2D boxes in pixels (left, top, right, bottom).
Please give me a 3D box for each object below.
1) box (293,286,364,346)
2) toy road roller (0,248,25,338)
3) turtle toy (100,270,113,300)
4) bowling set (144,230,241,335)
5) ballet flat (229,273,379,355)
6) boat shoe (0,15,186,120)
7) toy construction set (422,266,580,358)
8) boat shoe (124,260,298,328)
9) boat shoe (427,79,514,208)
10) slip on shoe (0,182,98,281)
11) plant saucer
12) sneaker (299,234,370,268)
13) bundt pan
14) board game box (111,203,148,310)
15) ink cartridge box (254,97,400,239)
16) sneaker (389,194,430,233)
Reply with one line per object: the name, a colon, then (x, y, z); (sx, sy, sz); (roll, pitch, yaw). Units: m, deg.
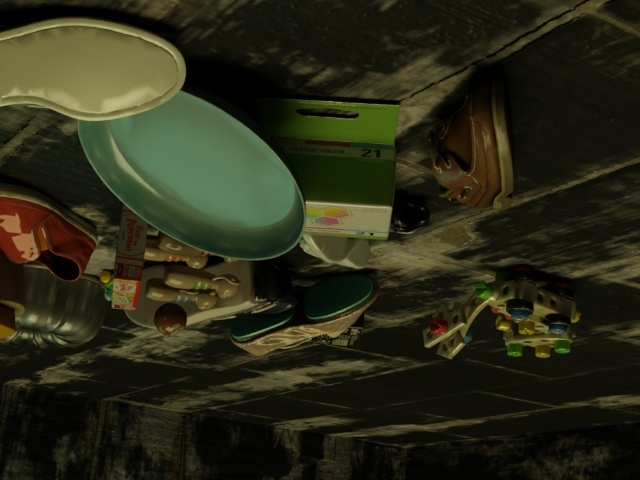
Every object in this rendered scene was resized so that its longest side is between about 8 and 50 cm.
box: (0.012, 0.159, 2.210); (0.147, 0.078, 0.180); (5, 162, 0)
toy road roller: (-0.657, 0.047, 1.739); (0.240, 0.203, 0.329); (-15, 158, 17)
turtle toy: (-0.373, 0.100, 2.131); (0.130, 0.066, 0.095); (-4, 161, 24)
bowling set: (-0.205, 0.070, 1.809); (0.154, 0.200, 0.287); (11, 165, -25)
ballet flat: (-0.019, 0.148, 2.059); (0.316, 0.108, 0.106); (-16, 136, 20)
boat shoe: (-0.306, -0.198, 1.195); (0.319, 0.116, 0.099); (-4, -155, 2)
toy construction set: (0.349, 0.139, 1.993); (0.327, 0.151, 0.215); (4, 166, -38)
boat shoe: (-0.202, 0.107, 2.023); (0.340, 0.127, 0.158); (-7, 166, 33)
boat shoe: (0.182, -0.101, 1.309); (0.104, 0.111, 0.307); (0, 162, 9)
slip on shoe: (-0.481, -0.017, 1.738); (0.123, 0.101, 0.331); (-3, 160, 25)
plant saucer: (-0.156, -0.093, 1.352); (0.317, 0.044, 0.318); (19, 146, 13)
sneaker: (0.000, 0.000, 1.739); (0.094, 0.080, 0.212); (8, 167, 27)
bundt pan: (-0.601, 0.144, 2.230); (0.330, 0.124, 0.331); (4, 161, 1)
board game box: (-0.307, 0.020, 1.737); (0.045, 0.147, 0.193); (7, 162, -9)
ink cartridge box: (0.005, -0.090, 1.408); (0.188, 0.097, 0.255); (4, 163, 2)
sneaker: (0.089, -0.038, 1.608); (0.152, 0.058, 0.084); (4, 169, -15)
